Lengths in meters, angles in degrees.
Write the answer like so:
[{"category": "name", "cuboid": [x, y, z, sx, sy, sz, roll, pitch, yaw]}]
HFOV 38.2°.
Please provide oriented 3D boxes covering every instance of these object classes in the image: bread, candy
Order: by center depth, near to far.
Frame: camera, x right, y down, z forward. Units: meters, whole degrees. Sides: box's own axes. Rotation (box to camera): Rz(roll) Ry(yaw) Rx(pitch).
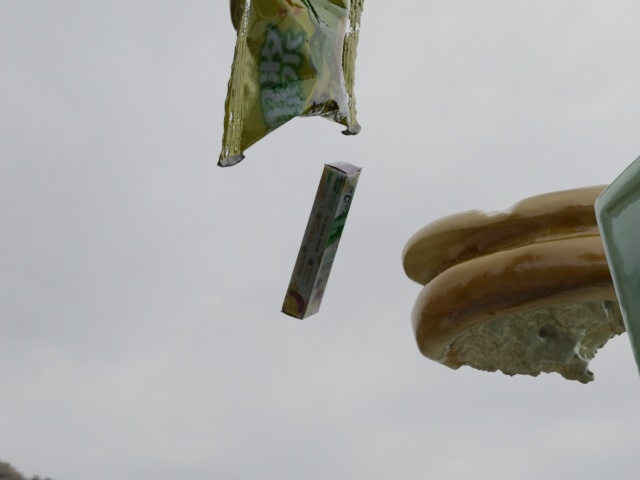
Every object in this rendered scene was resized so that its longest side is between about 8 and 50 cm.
[{"category": "candy", "cuboid": [-0.020, -0.178, 0.906, 0.081, 0.187, 0.297, 8, 14, 22]}, {"category": "bread", "cuboid": [0.343, 0.066, 1.404, 0.423, 0.245, 0.329, -14, -43, 14]}]

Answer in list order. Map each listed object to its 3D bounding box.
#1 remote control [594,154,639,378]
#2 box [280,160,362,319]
[{"category": "remote control", "cuboid": [0.177, 0.111, 0.285, 0.050, 0.344, 0.145, -2, -23, -18]}, {"category": "box", "cuboid": [0.000, 0.000, 1.173, 0.041, 0.207, 0.050, 25, 20, 22]}]
